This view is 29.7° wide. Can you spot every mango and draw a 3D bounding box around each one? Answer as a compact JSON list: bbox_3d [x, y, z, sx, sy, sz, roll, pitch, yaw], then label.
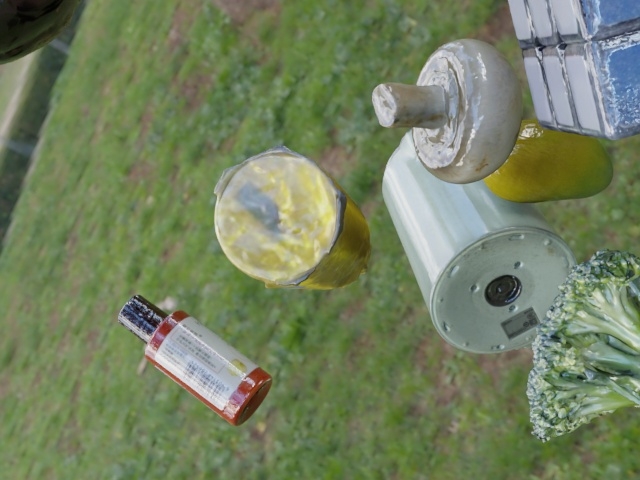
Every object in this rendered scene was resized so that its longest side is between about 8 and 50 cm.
[{"bbox_3d":[0.359,-0.127,1.907,0.091,0.237,0.137,-119,29,-52],"label":"mango"}]

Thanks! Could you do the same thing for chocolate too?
[{"bbox_3d":[0.000,0.000,1.571,0.162,0.162,0.445,-63,-15,-1],"label":"chocolate"}]

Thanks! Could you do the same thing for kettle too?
[{"bbox_3d":[0.282,0.017,2.110,0.250,0.361,0.377,-32,36,8],"label":"kettle"}]

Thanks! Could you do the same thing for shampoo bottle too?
[{"bbox_3d":[-0.218,0.189,2.014,0.104,0.278,0.104,-51,-15,-18],"label":"shampoo bottle"}]

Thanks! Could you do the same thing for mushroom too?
[{"bbox_3d":[0.172,-0.183,1.700,0.207,0.215,0.207,-2,88,62],"label":"mushroom"}]

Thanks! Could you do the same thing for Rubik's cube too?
[{"bbox_3d":[0.366,-0.285,1.262,0.304,0.305,0.301,-103,0,-81],"label":"Rubik's cube"}]

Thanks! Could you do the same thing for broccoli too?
[{"bbox_3d":[0.371,0.151,1.240,0.361,0.252,0.221,29,99,63],"label":"broccoli"}]

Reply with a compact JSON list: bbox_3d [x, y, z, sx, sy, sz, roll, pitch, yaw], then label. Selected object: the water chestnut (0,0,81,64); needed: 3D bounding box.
[{"bbox_3d":[-0.444,-0.357,1.592,0.244,0.289,0.289,-11,55,51],"label":"water chestnut"}]
